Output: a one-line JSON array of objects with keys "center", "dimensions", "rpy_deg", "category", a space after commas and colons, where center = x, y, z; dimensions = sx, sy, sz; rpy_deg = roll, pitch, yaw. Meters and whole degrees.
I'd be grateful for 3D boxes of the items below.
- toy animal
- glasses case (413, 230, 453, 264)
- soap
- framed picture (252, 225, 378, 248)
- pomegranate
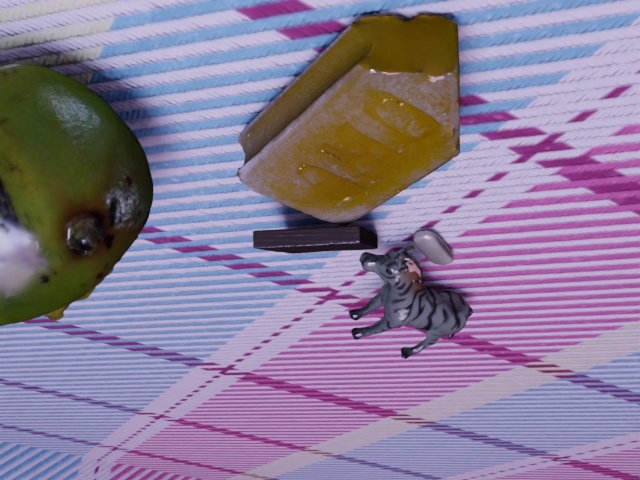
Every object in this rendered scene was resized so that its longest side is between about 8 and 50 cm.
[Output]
[{"center": [0.117, 0.104, 0.963], "dimensions": [0.170, 0.089, 0.255], "rpy_deg": [-21, 148, 28], "category": "toy animal"}, {"center": [0.156, 0.011, 0.884], "dimensions": [0.032, 0.021, 0.083], "rpy_deg": [-10, 146, 33], "category": "glasses case"}, {"center": [0.046, -0.116, 0.643], "dimensions": [0.160, 0.080, 0.258], "rpy_deg": [21, 145, -30], "category": "soap"}, {"center": [0.000, 0.000, 0.815], "dimensions": [0.128, 0.023, 0.168], "rpy_deg": [-3, 176, 12], "category": "framed picture"}, {"center": [-0.333, -0.058, 0.655], "dimensions": [0.341, 0.260, 0.260], "rpy_deg": [22, 152, 19], "category": "pomegranate"}]
